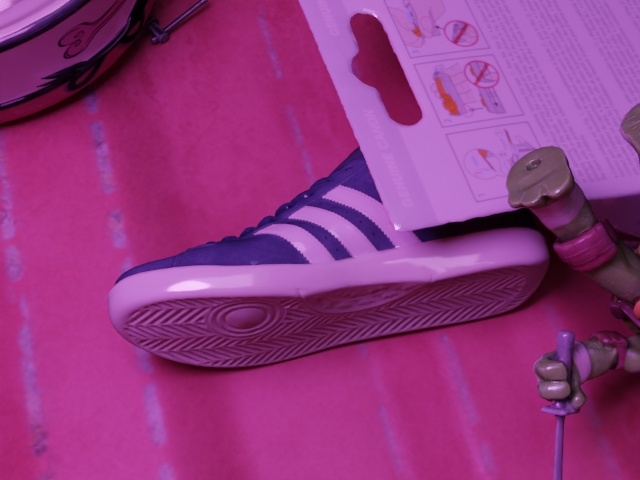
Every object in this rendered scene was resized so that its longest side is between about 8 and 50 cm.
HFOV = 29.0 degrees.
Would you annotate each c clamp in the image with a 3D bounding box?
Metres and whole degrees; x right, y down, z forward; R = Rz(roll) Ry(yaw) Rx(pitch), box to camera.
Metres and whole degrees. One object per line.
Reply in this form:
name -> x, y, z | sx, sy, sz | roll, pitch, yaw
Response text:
c clamp -> -0.212, -0.228, 1.196 | 0.161, 0.022, 0.137 | 39, 72, 20

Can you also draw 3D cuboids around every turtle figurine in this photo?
turtle figurine -> 0.246, 0.057, 0.861 | 0.198, 0.266, 0.274 | -4, 39, 47

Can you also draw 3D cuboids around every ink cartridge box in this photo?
ink cartridge box -> 0.180, -0.137, 1.048 | 0.385, 0.091, 0.308 | -10, 59, -18

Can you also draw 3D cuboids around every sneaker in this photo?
sneaker -> 0.000, 0.000, 0.993 | 0.350, 0.131, 0.148 | -7, 60, -15

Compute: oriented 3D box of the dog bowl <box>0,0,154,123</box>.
dog bowl -> -0.325, -0.279, 1.136 | 0.408, 0.150, 0.407 | -3, 60, 5
